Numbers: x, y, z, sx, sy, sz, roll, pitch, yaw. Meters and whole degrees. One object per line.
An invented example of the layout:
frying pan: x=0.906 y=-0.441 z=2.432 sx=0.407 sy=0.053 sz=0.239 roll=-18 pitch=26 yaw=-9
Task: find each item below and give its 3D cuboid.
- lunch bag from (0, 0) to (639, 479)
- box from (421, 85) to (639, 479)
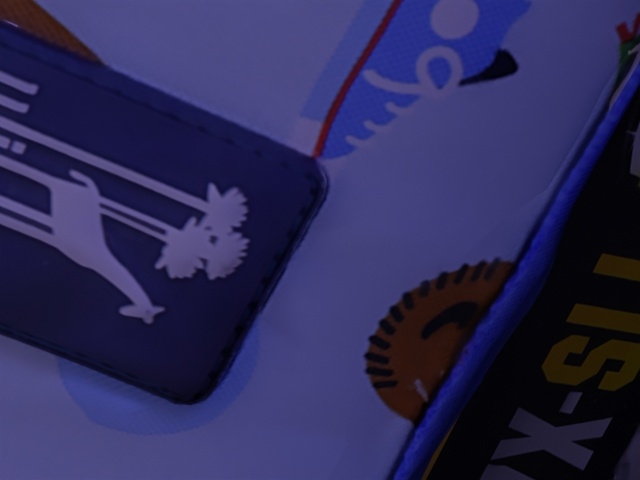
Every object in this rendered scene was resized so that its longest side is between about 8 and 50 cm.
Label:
lunch bag: x=-0.113 y=-0.079 z=0.483 sx=0.385 sy=0.239 sz=0.328 roll=34 pitch=112 yaw=15
box: x=0.000 y=0.000 z=0.609 sx=0.257 sy=0.079 sz=0.322 roll=50 pitch=121 yaw=47
